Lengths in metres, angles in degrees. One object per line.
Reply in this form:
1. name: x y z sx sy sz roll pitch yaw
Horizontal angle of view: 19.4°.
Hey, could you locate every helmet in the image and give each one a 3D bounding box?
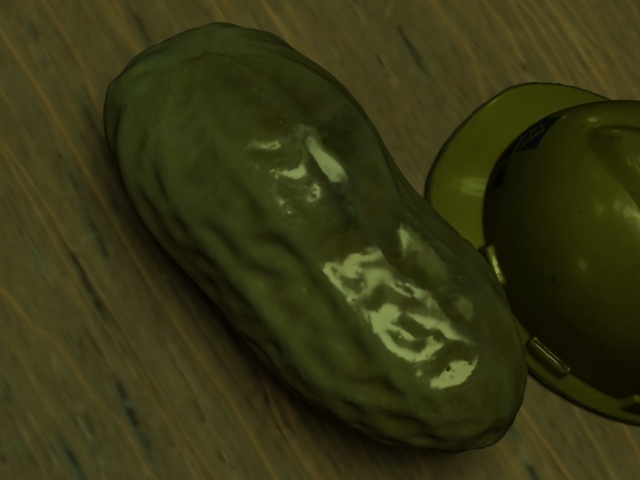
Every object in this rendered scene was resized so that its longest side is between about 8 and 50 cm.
1. helmet: 0.203 -0.012 1.156 0.257 0.140 0.205 41 66 2

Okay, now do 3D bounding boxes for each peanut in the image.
1. peanut: 0.000 0.000 1.101 0.152 0.152 0.313 -35 83 -22
